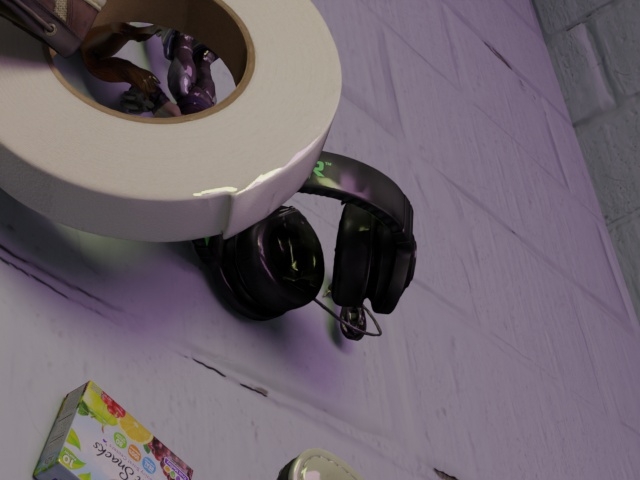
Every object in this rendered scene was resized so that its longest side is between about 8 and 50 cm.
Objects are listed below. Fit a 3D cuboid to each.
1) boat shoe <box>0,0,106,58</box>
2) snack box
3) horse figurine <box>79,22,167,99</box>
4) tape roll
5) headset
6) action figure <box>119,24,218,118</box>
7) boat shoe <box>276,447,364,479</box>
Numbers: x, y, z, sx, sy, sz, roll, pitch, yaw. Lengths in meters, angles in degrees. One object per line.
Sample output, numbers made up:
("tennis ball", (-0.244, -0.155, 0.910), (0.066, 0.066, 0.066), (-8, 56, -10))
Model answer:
("boat shoe", (-0.326, -0.250, 1.011), (0.285, 0.103, 0.092), (23, 86, -29))
("snack box", (-0.181, 0.208, 1.029), (0.141, 0.037, 0.100), (46, 31, -24))
("horse figurine", (-0.223, -0.276, 1.345), (0.066, 0.174, 0.263), (50, 39, -45))
("tape roll", (-0.172, -0.170, 1.145), (0.392, 0.072, 0.392), (8, 52, -10))
("headset", (0.000, 0.000, 1.348), (0.394, 0.243, 0.185), (64, 26, -55))
("action figure", (-0.156, -0.172, 1.402), (0.185, 0.099, 0.285), (40, 36, -47))
("boat shoe", (0.027, 0.260, 0.875), (0.081, 0.068, 0.228), (-41, 104, -43))
